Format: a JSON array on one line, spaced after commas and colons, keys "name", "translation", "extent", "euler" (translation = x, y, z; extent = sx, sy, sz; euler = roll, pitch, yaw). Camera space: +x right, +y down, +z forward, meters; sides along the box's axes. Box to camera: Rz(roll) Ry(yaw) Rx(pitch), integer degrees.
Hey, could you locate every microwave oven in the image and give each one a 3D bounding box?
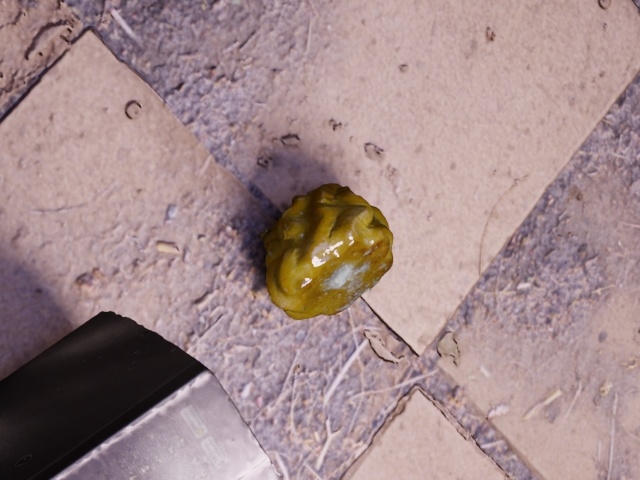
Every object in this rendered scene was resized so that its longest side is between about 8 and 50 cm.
[{"name": "microwave oven", "translation": [-0.129, 0.315, 1.471], "extent": [0.236, 0.374, 0.432], "euler": [-35, 108, -15]}]

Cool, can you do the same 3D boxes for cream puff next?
[{"name": "cream puff", "translation": [0.000, 0.000, 1.700], "extent": [0.146, 0.146, 0.116], "euler": [-16, 56, -28]}]
